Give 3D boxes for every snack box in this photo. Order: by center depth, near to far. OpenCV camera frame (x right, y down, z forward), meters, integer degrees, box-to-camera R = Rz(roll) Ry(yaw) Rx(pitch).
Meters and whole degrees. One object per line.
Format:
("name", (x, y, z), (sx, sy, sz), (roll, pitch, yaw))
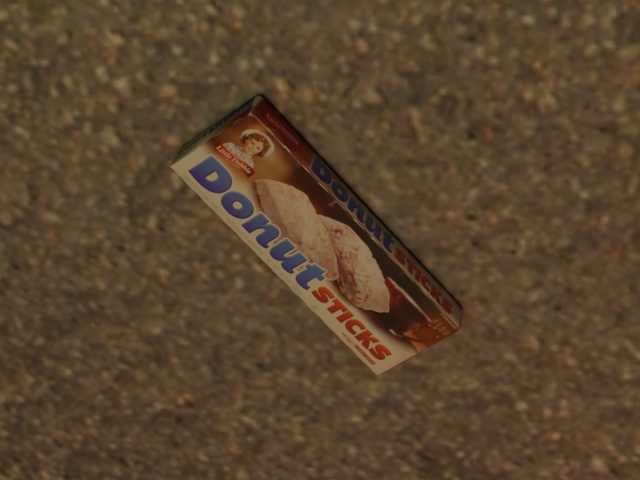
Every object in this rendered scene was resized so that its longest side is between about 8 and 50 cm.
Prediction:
("snack box", (0.000, 0.000, 0.938), (0.064, 0.022, 0.178), (-31, 114, 31))
